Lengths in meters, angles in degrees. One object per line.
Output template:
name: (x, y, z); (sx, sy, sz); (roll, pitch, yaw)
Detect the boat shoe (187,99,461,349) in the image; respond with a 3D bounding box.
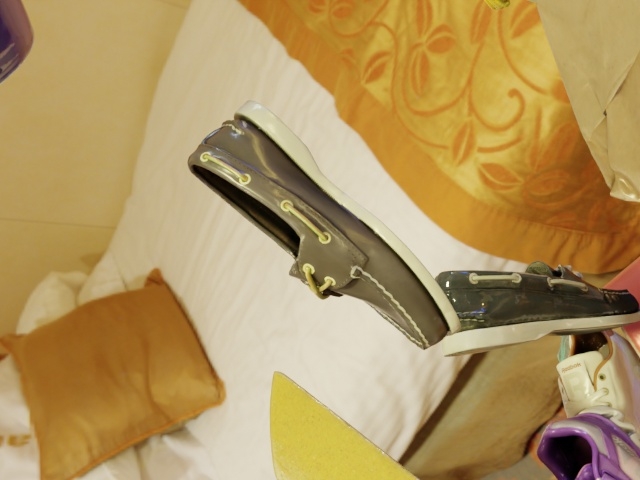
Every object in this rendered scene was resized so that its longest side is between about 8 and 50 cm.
boat shoe: (0.000, 0.000, 0.468); (0.228, 0.068, 0.081); (45, 166, 12)

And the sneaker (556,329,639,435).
sneaker: (0.333, 0.219, 0.802); (0.106, 0.123, 0.290); (-37, 21, 40)

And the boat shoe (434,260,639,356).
boat shoe: (0.256, 0.067, 0.742); (0.114, 0.302, 0.091); (-26, 70, 51)

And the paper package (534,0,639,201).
paper package: (0.271, -0.184, 0.230); (0.324, 0.309, 0.168); (-16, 65, 3)

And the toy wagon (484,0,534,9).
toy wagon: (0.302, -0.257, 0.605); (0.344, 0.267, 0.068); (22, 87, 43)

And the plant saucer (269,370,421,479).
plant saucer: (0.097, 0.307, 0.637); (0.332, 0.333, 0.081); (28, 68, 41)

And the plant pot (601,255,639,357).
plant pot: (0.540, 0.090, 0.875); (0.243, 0.275, 0.275); (-35, 58, 19)

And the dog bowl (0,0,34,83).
dog bowl: (-0.333, -0.139, 0.417); (0.265, 0.264, 0.104); (41, 152, 45)

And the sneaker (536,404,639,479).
sneaker: (0.289, 0.245, 0.601); (0.236, 0.104, 0.095); (48, 121, 56)

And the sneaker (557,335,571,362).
sneaker: (0.470, 0.234, 1.199); (0.076, 0.064, 0.167); (147, 128, -81)
